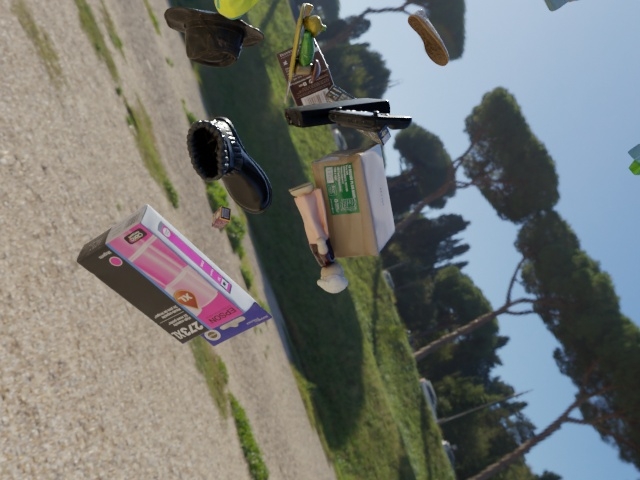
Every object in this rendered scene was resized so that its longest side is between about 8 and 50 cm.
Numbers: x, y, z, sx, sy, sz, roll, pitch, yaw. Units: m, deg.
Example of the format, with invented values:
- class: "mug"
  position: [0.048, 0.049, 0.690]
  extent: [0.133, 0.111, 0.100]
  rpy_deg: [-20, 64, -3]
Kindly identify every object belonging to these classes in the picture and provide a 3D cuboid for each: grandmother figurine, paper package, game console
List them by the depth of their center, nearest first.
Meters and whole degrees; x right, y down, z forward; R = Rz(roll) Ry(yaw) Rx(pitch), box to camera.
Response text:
- class: "game console"
  position: [0.077, -0.265, 1.244]
  extent: [0.361, 0.213, 0.043]
  rpy_deg: [-147, -132, -62]
- class: "grandmother figurine"
  position: [0.000, 0.000, 1.778]
  extent: [0.208, 0.104, 0.342]
  rpy_deg: [-81, 152, -77]
- class: "paper package"
  position: [0.117, -0.131, 1.926]
  extent: [0.309, 0.168, 0.324]
  rpy_deg: [-43, 125, -67]

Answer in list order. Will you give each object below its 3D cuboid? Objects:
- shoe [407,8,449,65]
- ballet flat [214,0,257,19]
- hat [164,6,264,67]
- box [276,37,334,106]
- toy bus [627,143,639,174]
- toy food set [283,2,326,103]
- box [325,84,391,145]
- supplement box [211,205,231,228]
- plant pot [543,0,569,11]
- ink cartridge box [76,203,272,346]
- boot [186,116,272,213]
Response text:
- class: "shoe"
  position: [0.394, -0.719, 2.100]
  extent: [0.219, 0.058, 0.077]
  rpy_deg: [50, -31, -19]
- class: "ballet flat"
  position: [-0.085, -0.453, 0.952]
  extent: [0.077, 0.231, 0.077]
  rpy_deg: [40, -10, 17]
- class: "hat"
  position: [-0.360, -0.653, 1.973]
  extent: [0.331, 0.332, 0.133]
  rpy_deg: [-143, -118, -87]
- class: "box"
  position: [-0.051, -0.635, 2.305]
  extent: [0.167, 0.169, 0.203]
  rpy_deg: [62, 7, -55]
- class: "toy bus"
  position: [0.813, -0.186, 1.306]
  extent: [0.191, 0.202, 0.104]
  rpy_deg: [-58, -147, 37]
- class: "toy food set"
  position: [-0.029, -0.436, 1.381]
  extent: [0.128, 0.071, 0.217]
  rpy_deg: [-85, -173, -48]
- class: "box"
  position: [0.133, -0.433, 2.066]
  extent: [0.220, 0.051, 0.175]
  rpy_deg: [37, -3, 25]
- class: "supplement box"
  position: [-0.376, -0.086, 2.251]
  extent: [0.083, 0.043, 0.054]
  rpy_deg: [-36, -133, 48]
- class: "plant pot"
  position: [0.621, -0.795, 1.530]
  extent: [0.252, 0.247, 0.247]
  rpy_deg: [-6, 69, -55]
- class: "ink cartridge box"
  position: [-0.278, 0.100, 1.183]
  extent: [0.371, 0.176, 0.069]
  rpy_deg: [46, 28, -32]
- class: "boot"
  position: [-0.268, -0.206, 1.766]
  extent: [0.347, 0.131, 0.260]
  rpy_deg: [57, 7, -15]
